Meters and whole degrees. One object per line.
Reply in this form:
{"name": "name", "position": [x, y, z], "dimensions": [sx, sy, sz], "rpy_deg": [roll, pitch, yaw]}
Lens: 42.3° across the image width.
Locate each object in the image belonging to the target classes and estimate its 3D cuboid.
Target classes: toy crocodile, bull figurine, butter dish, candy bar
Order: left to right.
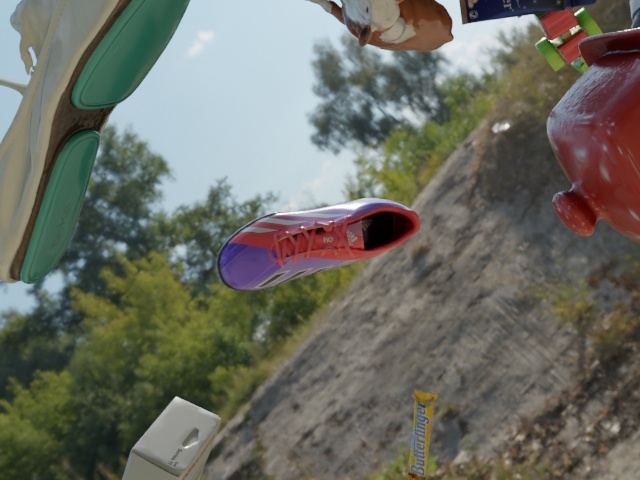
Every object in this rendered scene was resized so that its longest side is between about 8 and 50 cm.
{"name": "bull figurine", "position": [0.089, -0.349, 1.246], "dimensions": [0.310, 0.188, 0.101], "rpy_deg": [-4, -51, -58]}
{"name": "candy bar", "position": [0.176, 0.343, 1.450], "dimensions": [0.018, 0.040, 0.162], "rpy_deg": [-8, -76, -78]}
{"name": "toy crocodile", "position": [0.424, -0.416, 1.511], "dimensions": [0.115, 0.340, 0.105], "rpy_deg": [-36, 21, 19]}
{"name": "butter dish", "position": [0.209, -0.049, 0.551], "dimensions": [0.118, 0.160, 0.160], "rpy_deg": [-38, 12, 2]}

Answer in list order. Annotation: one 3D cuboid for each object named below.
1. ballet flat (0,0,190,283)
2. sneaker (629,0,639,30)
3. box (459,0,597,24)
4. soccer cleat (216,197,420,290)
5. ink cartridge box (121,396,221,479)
{"name": "ballet flat", "position": [-0.245, -0.141, 0.765], "dimensions": [0.400, 0.139, 0.139], "rpy_deg": [-58, -11, 19]}
{"name": "sneaker", "position": [0.390, -0.162, 0.748], "dimensions": [0.078, 0.234, 0.106], "rpy_deg": [57, -128, -65]}
{"name": "box", "position": [0.313, -0.420, 1.288], "dimensions": [0.225, 0.136, 0.036], "rpy_deg": [4, 21, 42]}
{"name": "soccer cleat", "position": [0.000, 0.000, 1.243], "dimensions": [0.318, 0.109, 0.116], "rpy_deg": [-15, 7, -25]}
{"name": "ink cartridge box", "position": [-0.242, 0.369, 1.272], "dimensions": [0.208, 0.086, 0.153], "rpy_deg": [-68, -8, 27]}
